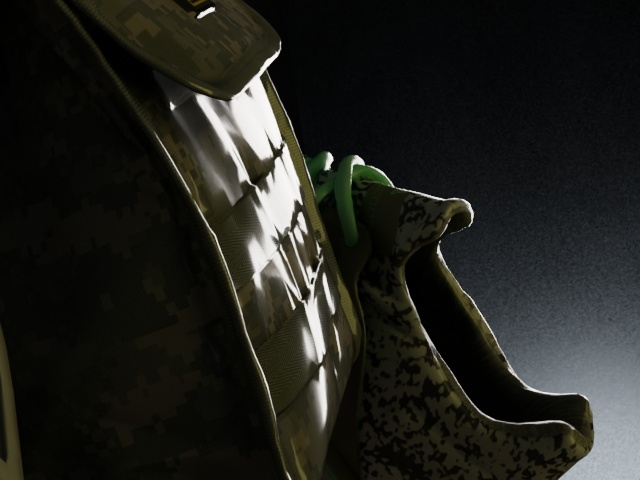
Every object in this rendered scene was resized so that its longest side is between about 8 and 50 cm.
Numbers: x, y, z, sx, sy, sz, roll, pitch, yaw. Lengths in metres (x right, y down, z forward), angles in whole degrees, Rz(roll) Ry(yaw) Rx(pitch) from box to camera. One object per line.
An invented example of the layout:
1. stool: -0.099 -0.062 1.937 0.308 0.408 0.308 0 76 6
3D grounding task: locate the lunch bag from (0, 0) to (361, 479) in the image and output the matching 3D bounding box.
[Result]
1. lunch bag: -0.095 -0.028 0.816 0.235 0.169 0.287 -66 138 -76

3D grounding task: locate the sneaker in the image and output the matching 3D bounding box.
1. sneaker: 0.000 0.000 1.008 0.410 0.182 0.158 50 32 -1

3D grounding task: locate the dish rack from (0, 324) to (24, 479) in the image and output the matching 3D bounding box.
1. dish rack: -0.137 0.088 0.466 0.285 0.072 0.332 75 2 -58
